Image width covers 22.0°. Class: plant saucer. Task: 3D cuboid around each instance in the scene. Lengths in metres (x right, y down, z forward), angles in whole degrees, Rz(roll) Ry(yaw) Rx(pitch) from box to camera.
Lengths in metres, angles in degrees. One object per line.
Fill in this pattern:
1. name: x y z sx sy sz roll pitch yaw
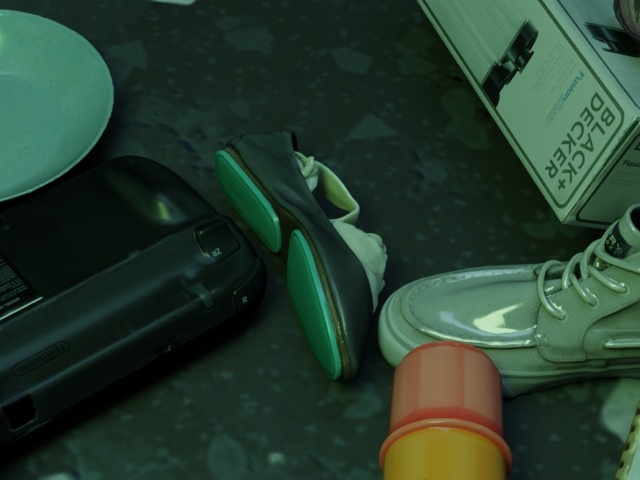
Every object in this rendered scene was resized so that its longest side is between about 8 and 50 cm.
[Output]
1. plant saucer: -0.235 -0.081 1.112 0.194 0.037 0.195 0 49 0

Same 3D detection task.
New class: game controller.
1. game controller: -0.194 0.051 0.990 0.319 0.067 0.166 -28 40 -24

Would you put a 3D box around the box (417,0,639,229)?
1. box: 0.175 -0.131 1.085 0.169 0.087 0.290 5 41 -36

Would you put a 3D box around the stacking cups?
1. stacking cups: 0.062 0.184 0.838 0.096 0.096 0.316 2 49 2

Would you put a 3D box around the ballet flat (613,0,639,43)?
1. ballet flat: 0.277 -0.116 1.014 0.221 0.077 0.079 20 8 -20

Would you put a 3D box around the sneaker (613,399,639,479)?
1. sneaker: 0.219 0.166 0.839 0.153 0.099 0.282 14 64 15

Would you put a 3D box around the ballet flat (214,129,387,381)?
1. ballet flat: 0.000 0.000 1.023 0.074 0.074 0.203 -18 49 -16

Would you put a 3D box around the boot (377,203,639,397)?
1. boot: 0.164 0.021 0.967 0.258 0.123 0.095 -2 48 -2
